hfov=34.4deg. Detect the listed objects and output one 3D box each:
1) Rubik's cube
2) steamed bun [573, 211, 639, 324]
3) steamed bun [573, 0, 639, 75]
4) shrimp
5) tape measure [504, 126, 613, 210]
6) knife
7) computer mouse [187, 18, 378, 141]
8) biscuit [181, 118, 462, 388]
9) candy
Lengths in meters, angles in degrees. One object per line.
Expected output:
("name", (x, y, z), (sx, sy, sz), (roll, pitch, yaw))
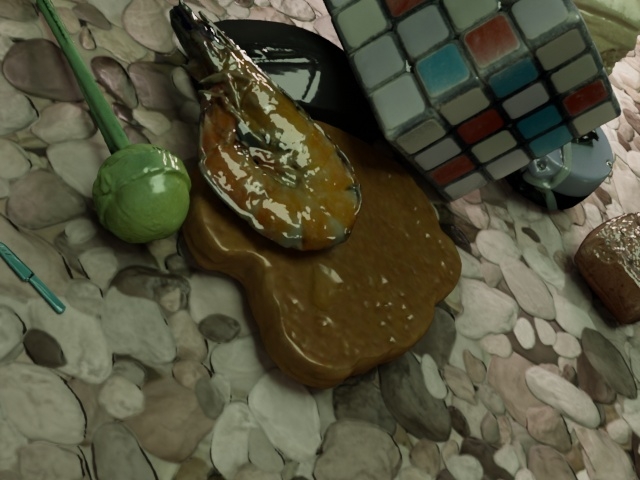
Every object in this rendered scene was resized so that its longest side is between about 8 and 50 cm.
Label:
("Rubik's cube", (0.183, -0.239, 1.268), (0.256, 0.253, 0.258), (35, 29, -59))
("steamed bun", (0.438, 0.031, 1.430), (0.175, 0.106, 0.144), (-18, 71, -44))
("steamed bun", (0.370, -0.368, 1.578), (0.274, 0.272, 0.290), (26, 38, -21))
("shrimp", (-0.081, -0.116, 1.078), (0.316, 0.062, 0.164), (52, 44, 7))
("tape measure", (0.328, -0.136, 1.477), (0.181, 0.107, 0.182), (-8, 60, -35))
("knife", (-0.263, 0.032, 0.927), (0.091, 0.005, 0.014), (46, 39, 2))
("computer mouse", (-0.027, -0.197, 1.249), (0.270, 0.086, 0.137), (11, 51, -31))
("biscuit", (0.000, 0.000, 1.129), (0.312, 0.057, 0.351), (39, 41, -3))
("candy", (-0.227, -0.136, 1.053), (0.092, 0.093, 0.335), (-11, 56, -35))
